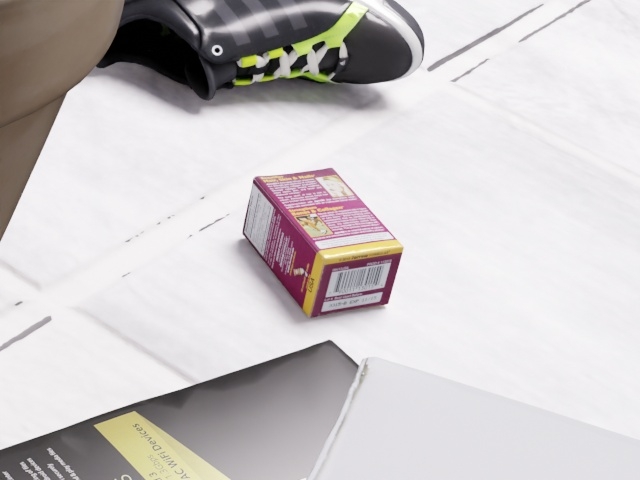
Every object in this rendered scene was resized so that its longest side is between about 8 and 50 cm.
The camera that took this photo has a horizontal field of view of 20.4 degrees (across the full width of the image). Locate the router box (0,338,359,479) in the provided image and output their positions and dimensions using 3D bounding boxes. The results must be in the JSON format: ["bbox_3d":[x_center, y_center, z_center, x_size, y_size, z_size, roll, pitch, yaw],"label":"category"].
[{"bbox_3d":[-0.001,0.182,0.685,0.243,0.081,0.309,-15,42,-37],"label":"router box"}]

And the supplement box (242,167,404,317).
[{"bbox_3d":[0.000,0.000,0.996,0.055,0.043,0.083,-8,40,-30],"label":"supplement box"}]

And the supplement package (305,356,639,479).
[{"bbox_3d":[0.078,0.141,0.473,0.204,0.145,0.262,17,5,4],"label":"supplement package"}]

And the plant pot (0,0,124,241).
[{"bbox_3d":[-0.256,-0.053,0.764,0.323,0.280,0.323,10,33,-7],"label":"plant pot"}]

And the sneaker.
[{"bbox_3d":[-0.051,-0.123,1.157,0.235,0.084,0.097,11,57,-2],"label":"sneaker"}]
